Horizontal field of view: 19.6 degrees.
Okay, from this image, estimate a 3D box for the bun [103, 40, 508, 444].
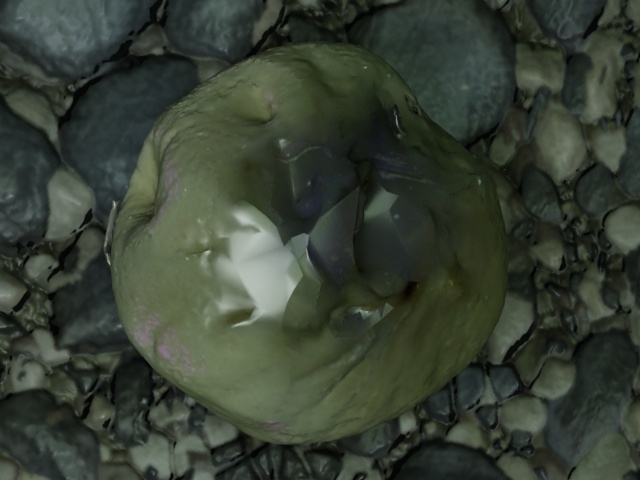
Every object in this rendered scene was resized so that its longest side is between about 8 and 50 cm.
[{"bbox_3d":[0.000,0.005,1.202,0.273,0.168,0.272,3,84,-26],"label":"bun"}]
